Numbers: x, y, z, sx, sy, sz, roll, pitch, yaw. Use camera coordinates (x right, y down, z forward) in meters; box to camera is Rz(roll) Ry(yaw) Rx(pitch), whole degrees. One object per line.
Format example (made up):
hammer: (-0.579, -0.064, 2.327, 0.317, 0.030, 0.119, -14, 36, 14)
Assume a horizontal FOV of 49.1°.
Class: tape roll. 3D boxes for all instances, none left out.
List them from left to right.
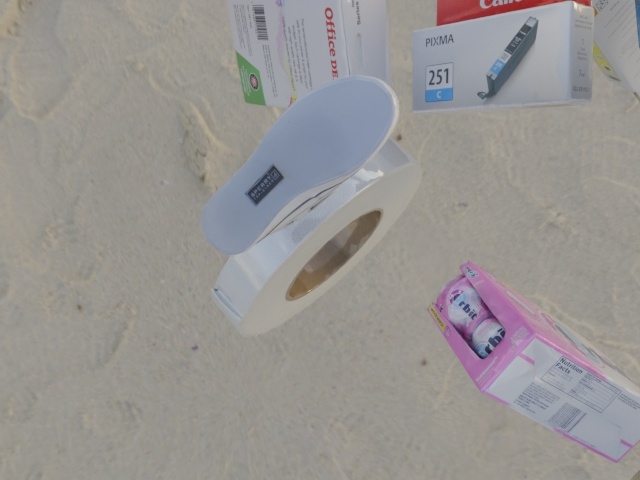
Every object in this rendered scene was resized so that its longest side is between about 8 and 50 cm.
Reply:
tape roll: (0.000, 0.000, 1.110, 0.392, 0.392, 0.072, -41, 76, -13)

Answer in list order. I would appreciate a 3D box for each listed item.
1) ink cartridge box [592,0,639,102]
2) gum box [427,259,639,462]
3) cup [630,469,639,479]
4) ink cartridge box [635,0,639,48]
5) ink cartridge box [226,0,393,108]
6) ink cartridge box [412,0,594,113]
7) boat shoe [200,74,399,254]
ink cartridge box: (0.575, -0.419, 1.177, 0.303, 0.307, 0.072, -52, 42, 7)
gum box: (0.182, 0.100, 0.582, 0.188, 0.107, 0.062, 31, 105, -29)
cup: (0.420, 0.364, 0.592, 0.331, 0.331, 0.237, 30, 51, 1)
ink cartridge box: (0.410, -0.397, 0.747, 0.129, 0.307, 0.223, 0, 52, 21)
ink cartridge box: (-0.019, -0.337, 1.218, 0.117, 0.278, 0.201, -31, 124, -38)
ink cartridge box: (0.268, -0.330, 1.070, 0.066, 0.296, 0.261, -5, 98, -39)
boat shoe: (-0.019, -0.080, 0.729, 0.258, 0.084, 0.095, -33, 88, 28)
